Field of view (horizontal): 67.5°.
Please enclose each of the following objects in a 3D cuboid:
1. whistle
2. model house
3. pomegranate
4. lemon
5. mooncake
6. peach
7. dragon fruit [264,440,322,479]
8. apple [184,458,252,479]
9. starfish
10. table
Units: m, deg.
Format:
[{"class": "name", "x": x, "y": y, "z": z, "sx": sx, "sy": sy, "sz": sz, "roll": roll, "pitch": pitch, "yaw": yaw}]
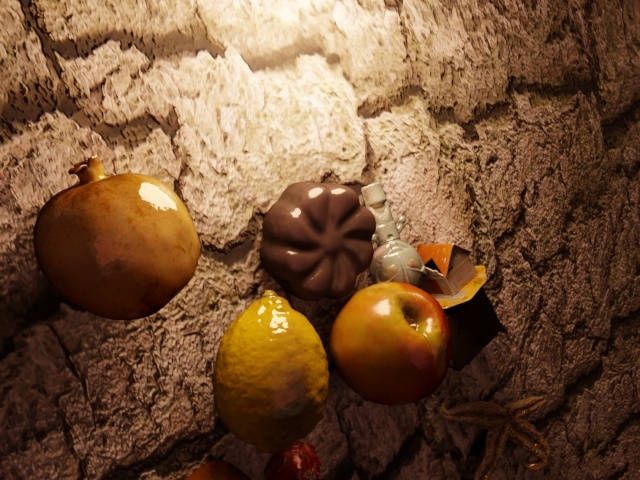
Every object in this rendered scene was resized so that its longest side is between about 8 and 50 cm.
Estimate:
[{"class": "whistle", "x": 0.189, "y": 0.013, "z": 1.315, "sx": 0.142, "sy": 0.134, "sz": 0.346, "roll": -18, "pitch": 90, "yaw": 16}, {"class": "model house", "x": 0.346, "y": 0.077, "z": 1.341, "sx": 0.207, "sy": 0.219, "sz": 0.135, "roll": -35, "pitch": 101, "yaw": -22}, {"class": "pomegranate", "x": -0.389, "y": -0.005, "z": 0.919, "sx": 0.319, "sy": 0.319, "sz": 0.319, "roll": -1, "pitch": 93, "yaw": -26}, {"class": "lemon", "x": -0.113, "y": 0.302, "z": 1.092, "sx": 0.286, "sy": 0.285, "sz": 0.316, "roll": -4, "pitch": 51, "yaw": -26}, {"class": "mooncake", "x": 0.000, "y": 0.000, "z": 1.200, "sx": 0.306, "sy": 0.154, "sz": 0.305, "roll": -3, "pitch": 96, "yaw": -27}, {"class": "peach", "x": 0.166, "y": 0.262, "z": 1.207, "sx": 0.308, "sy": 0.332, "sz": 0.307, "roll": 19, "pitch": 47, "yaw": -21}, {"class": "dragon fruit", "x": -0.056, "y": 0.599, "z": 1.218, "sx": 0.153, "sy": 0.111, "sz": 0.153, "roll": 1, "pitch": 88, "yaw": -26}, {"class": "apple", "x": -0.234, "y": 0.623, "z": 1.087, "sx": 0.211, "sy": 0.188, "sz": 0.211, "roll": -2, "pitch": 95, "yaw": -23}, {"class": "starfish", "x": 0.567, "y": 0.643, "z": 1.542, "sx": 0.432, "sy": 0.082, "sz": 0.323, "roll": -1, "pitch": 91, "yaw": -26}, {"class": "table", "x": 0.379, "y": 0.245, "z": 1.385, "sx": 0.193, "sy": 0.169, "sz": 0.172, "roll": -37, "pitch": 107, "yaw": -21}]
